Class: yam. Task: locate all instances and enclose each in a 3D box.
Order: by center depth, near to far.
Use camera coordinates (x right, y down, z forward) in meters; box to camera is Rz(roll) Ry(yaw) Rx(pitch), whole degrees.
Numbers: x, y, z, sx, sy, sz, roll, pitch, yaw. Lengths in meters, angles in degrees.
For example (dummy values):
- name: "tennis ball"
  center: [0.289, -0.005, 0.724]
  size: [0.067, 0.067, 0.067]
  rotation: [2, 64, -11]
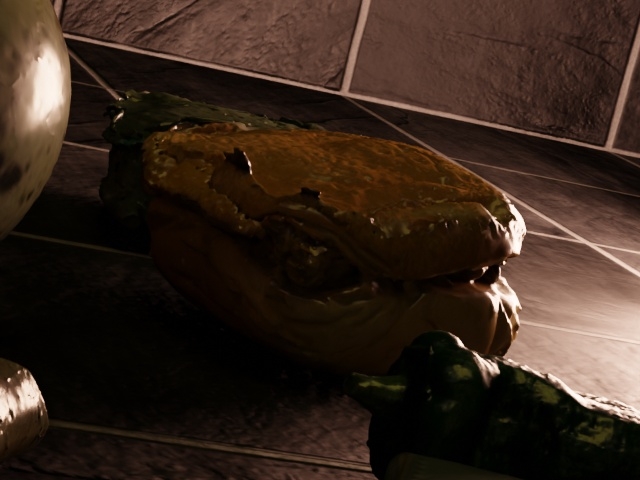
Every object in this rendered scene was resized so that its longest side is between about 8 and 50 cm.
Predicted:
- name: "yam"
  center: [-0.191, 0.091, 1.029]
  size: [0.070, 0.069, 0.146]
  rotation: [16, 12, 13]

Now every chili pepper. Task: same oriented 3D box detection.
- name: "chili pepper"
  center: [0.134, 0.125, 1.195]
  size: [0.270, 0.099, 0.136]
  rotation: [16, 18, -18]

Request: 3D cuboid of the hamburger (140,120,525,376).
- name: "hamburger"
  center: [0.000, 0.000, 1.515]
  size: [0.319, 0.158, 0.318]
  rotation: [14, 11, -3]

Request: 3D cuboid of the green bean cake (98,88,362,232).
- name: "green bean cake"
  center: [-0.079, -0.056, 1.792]
  size: [0.255, 0.132, 0.241]
  rotation: [11, 10, -8]

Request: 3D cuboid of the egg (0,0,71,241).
- name: "egg"
  center: [-0.326, -0.089, 1.207]
  size: [0.288, 0.287, 0.379]
  rotation: [20, 25, 29]

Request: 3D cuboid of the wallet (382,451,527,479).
- name: "wallet"
  center: [0.197, 0.189, 1.003]
  size: [0.360, 0.083, 0.252]
  rotation: [14, 5, 5]
